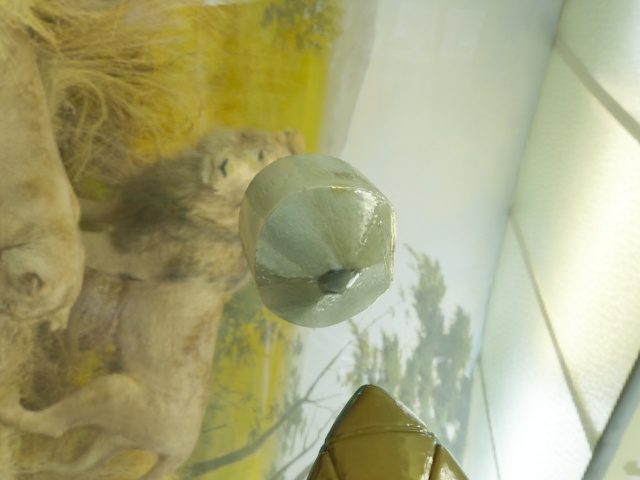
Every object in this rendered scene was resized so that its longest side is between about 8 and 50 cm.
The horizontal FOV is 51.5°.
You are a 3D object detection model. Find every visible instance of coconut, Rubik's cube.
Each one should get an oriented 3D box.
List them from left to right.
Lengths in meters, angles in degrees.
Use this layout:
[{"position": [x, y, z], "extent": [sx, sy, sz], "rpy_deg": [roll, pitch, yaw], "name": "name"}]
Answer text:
[{"position": [-0.001, 0.003, 0.903], "extent": [0.241, 0.241, 0.241], "rpy_deg": [8, 90, -87], "name": "coconut"}, {"position": [0.067, 0.265, 0.662], "extent": [0.254, 0.254, 0.254], "rpy_deg": [8, 90, -87], "name": "Rubik's cube"}]
